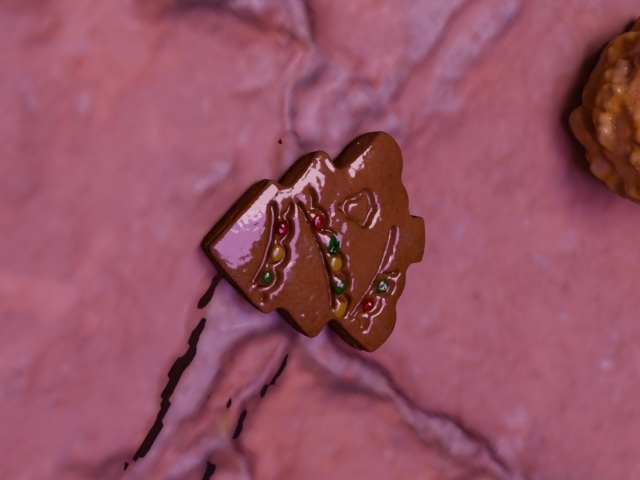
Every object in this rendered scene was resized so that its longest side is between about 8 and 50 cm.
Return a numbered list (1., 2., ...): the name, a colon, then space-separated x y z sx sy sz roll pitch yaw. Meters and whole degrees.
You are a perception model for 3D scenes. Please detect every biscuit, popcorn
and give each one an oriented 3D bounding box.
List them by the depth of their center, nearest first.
1. biscuit: 0.000 0.000 0.643 0.092 0.016 0.082 2 97 -35
2. popcorn: 0.142 -0.053 0.704 0.083 0.057 0.082 9 86 -31
